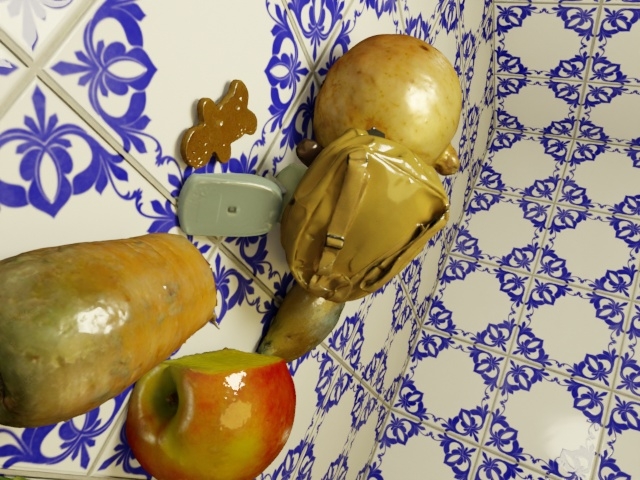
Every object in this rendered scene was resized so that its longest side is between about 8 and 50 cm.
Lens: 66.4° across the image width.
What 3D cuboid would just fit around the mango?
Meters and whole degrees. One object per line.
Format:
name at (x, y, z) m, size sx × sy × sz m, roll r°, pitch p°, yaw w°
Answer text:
mango at (-0.048, 0.222, 1.349) m, size 0.316 × 0.146 × 0.193 m, roll -48°, pitch 141°, yaw -25°

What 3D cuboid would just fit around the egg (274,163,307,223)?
egg at (-0.065, -0.107, 1.166) m, size 0.114 × 0.114 × 0.152 m, roll -15°, pitch 114°, yaw -60°

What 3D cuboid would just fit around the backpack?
backpack at (0.074, -0.050, 1.068) m, size 0.353 × 0.201 × 0.378 m, roll 34°, pitch 103°, yaw -27°

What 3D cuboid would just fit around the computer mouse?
computer mouse at (-0.178, -0.072, 0.987) m, size 0.231 × 0.079 × 0.128 m, roll 4°, pitch 110°, yaw -34°

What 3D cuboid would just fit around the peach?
peach at (-0.197, 0.387, 1.044) m, size 0.380 × 0.242 × 0.306 m, roll 22°, pitch 80°, yaw -64°

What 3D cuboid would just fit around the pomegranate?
pomegranate at (0.187, -0.300, 1.228) m, size 0.410 × 0.410 × 0.410 m, roll -39°, pitch 137°, yaw -49°

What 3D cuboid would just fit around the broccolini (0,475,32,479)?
broccolini at (-0.464, 0.365, 0.723) m, size 0.071 × 0.057 × 0.254 m, roll -25°, pitch 139°, yaw 0°

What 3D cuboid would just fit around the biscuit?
biscuit at (-0.199, -0.216, 0.940) m, size 0.205 × 0.031 × 0.138 m, roll -56°, pitch 147°, yaw -33°

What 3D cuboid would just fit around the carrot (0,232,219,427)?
carrot at (-0.312, 0.105, 0.690) m, size 0.341 × 0.224 × 0.224 m, roll -29°, pitch 129°, yaw -60°

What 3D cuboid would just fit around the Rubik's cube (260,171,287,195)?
Rubik's cube at (-0.129, -0.106, 1.088) m, size 0.073 × 0.084 × 0.075 m, roll -37°, pitch 154°, yaw -55°
